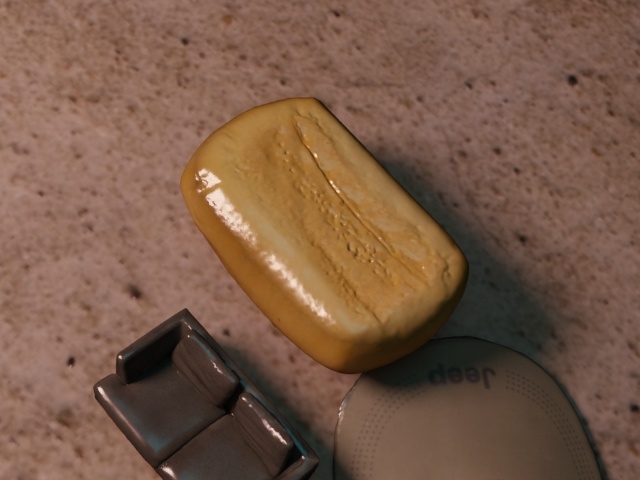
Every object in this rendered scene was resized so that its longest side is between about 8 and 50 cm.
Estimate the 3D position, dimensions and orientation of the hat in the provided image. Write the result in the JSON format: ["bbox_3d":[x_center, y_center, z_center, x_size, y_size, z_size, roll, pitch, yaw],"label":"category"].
[{"bbox_3d":[0.114,0.169,0.886,0.214,0.149,0.244,-6,73,-14],"label":"hat"}]

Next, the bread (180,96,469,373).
[{"bbox_3d":[0.000,0.000,0.970,0.147,0.098,0.217,-30,71,-23],"label":"bread"}]

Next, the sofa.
[{"bbox_3d":[-0.079,0.126,0.909,0.085,0.060,0.147,-35,73,-25],"label":"sofa"}]
